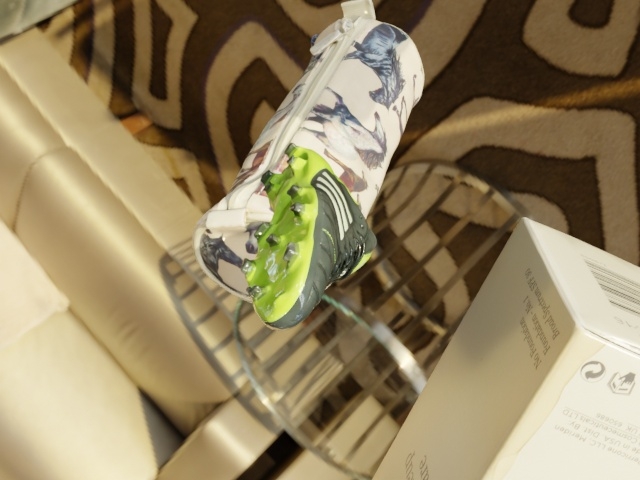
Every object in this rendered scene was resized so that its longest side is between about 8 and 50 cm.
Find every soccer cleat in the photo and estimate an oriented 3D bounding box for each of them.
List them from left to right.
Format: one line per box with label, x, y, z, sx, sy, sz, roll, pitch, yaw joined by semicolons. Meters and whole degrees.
soccer cleat;0.000;0.000;0.476;0.072;0.179;0.060;38;112;-16

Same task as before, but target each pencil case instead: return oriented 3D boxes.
pencil case;-0.004;-0.106;1.010;0.159;0.410;0.184;-6;132;34

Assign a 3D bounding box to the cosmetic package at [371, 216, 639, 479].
cosmetic package;0.115;0.161;0.536;0.113;0.160;0.310;24;111;-7
